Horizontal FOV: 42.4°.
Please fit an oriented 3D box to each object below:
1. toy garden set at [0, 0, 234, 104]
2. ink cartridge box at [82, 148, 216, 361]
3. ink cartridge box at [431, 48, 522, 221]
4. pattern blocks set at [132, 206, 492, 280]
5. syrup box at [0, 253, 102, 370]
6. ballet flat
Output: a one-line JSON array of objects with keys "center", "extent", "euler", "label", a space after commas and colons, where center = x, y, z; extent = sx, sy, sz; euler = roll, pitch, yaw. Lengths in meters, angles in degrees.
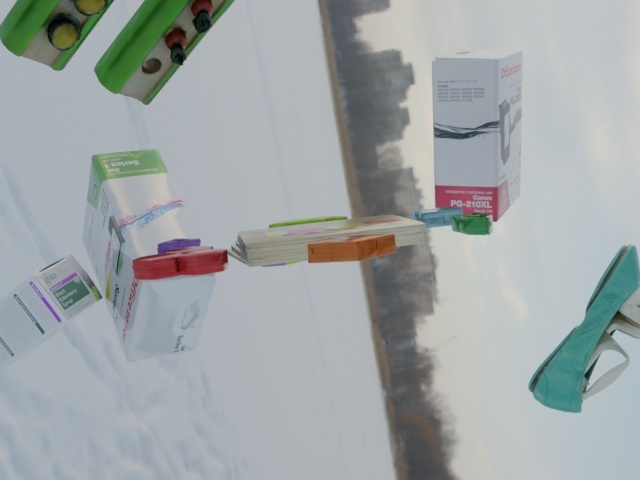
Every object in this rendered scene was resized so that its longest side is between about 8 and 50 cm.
[{"center": [-0.118, -0.171, 0.415], "extent": [0.244, 0.204, 0.049], "euler": [15, 37, -50], "label": "toy garden set"}, {"center": [-0.282, 0.022, 1.315], "extent": [0.278, 0.117, 0.201], "euler": [59, -37, 34], "label": "ink cartridge box"}, {"center": [0.240, -0.164, 1.245], "extent": [0.172, 0.100, 0.237], "euler": [-34, 124, -60], "label": "ink cartridge box"}, {"center": [0.000, 0.000, 0.809], "extent": [0.285, 0.324, 0.026], "euler": [-96, 180, -84], "label": "pattern blocks set"}, {"center": [-0.479, 0.125, 1.360], "extent": [0.096, 0.237, 0.093], "euler": [56, 31, -6], "label": "syrup box"}, {"center": [0.365, 0.120, 1.051], "extent": [0.087, 0.247, 0.083], "euler": [30, -16, 29], "label": "ballet flat"}]
